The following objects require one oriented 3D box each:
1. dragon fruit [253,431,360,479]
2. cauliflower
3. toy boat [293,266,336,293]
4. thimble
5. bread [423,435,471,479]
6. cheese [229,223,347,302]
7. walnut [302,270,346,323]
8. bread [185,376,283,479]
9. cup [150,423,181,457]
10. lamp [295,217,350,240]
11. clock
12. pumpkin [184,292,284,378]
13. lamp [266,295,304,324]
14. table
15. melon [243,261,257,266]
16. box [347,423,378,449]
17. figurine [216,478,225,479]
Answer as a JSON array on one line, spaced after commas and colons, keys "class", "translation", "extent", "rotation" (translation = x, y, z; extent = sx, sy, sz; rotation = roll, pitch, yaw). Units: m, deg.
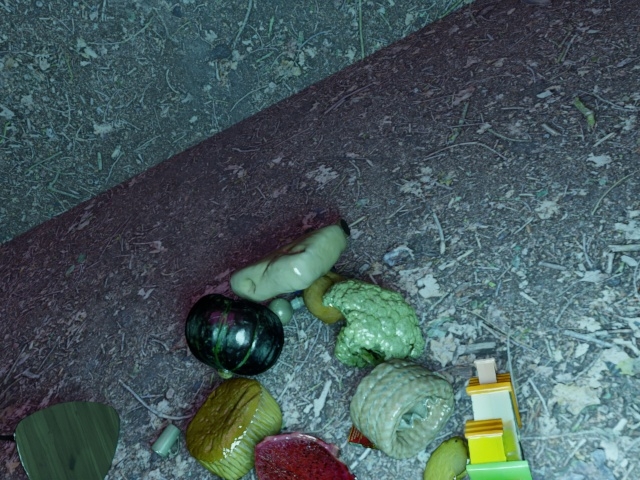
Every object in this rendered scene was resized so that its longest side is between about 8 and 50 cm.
[{"class": "dragon fruit", "translation": [-0.022, 0.565, 1.214], "extent": [0.274, 0.126, 0.161], "rotation": [23, 25, 25]}, {"class": "cauliflower", "translation": [0.135, 0.247, 1.407], "extent": [0.250, 0.272, 0.275], "rotation": [-59, 25, 28]}, {"class": "toy boat", "translation": [-0.049, 0.130, 1.729], "extent": [0.223, 0.100, 0.097], "rotation": [-15, 20, 23]}, {"class": "thimble", "translation": [0.190, 0.384, 1.194], "extent": [0.229, 0.196, 0.148], "rotation": [-32, 36, -26]}, {"class": "bread", "translation": [0.282, 0.500, 1.062], "extent": [0.065, 0.188, 0.149], "rotation": [17, 32, -12]}, {"class": "cheese", "translation": [-0.086, 0.069, 1.599], "extent": [0.351, 0.130, 0.328], "rotation": [-20, 10, 44]}, {"class": "walnut", "translation": [0.025, 0.175, 1.584], "extent": [0.159, 0.159, 0.206], "rotation": [-35, 29, -7]}, {"class": "bread", "translation": [-0.235, 0.507, 1.394], "extent": [0.227, 0.142, 0.253], "rotation": [4, 50, 47]}, {"class": "cup", "translation": [-0.448, 0.593, 1.506], "extent": [0.074, 0.054, 0.083], "rotation": [4, 46, 39]}, {"class": "lamp", "translation": [0.000, 0.000, 1.833], "extent": [0.214, 0.121, 0.121], "rotation": [-26, 36, 24]}, {"class": "clock", "translation": [0.362, 0.394, 1.055], "extent": [0.106, 0.220, 0.255], "rotation": [-13, 39, 18]}, {"class": "pumpkin", "translation": [-0.262, 0.295, 1.538], "extent": [0.315, 0.315, 0.239], "rotation": [2, 64, 36]}, {"class": "lamp", "translation": [-0.097, 0.218, 1.692], "extent": [0.163, 0.091, 0.091], "rotation": [-23, 34, -17]}, {"class": "table", "translation": [-0.811, 0.649, 1.576], "extent": [0.249, 0.317, 0.317], "rotation": [-25, 35, 31]}, {"class": "melon", "translation": [-0.221, 0.141, 1.872], "extent": [0.118, 0.064, 0.209], "rotation": [-37, 35, -7]}, {"class": "box", "translation": [0.113, 0.489, 1.275], "extent": [0.082, 0.023, 0.051], "rotation": [-3, 46, 32]}, {"class": "figurine", "translation": [-0.276, 0.669, 1.309], "extent": [0.060, 0.047, 0.106], "rotation": [7, 44, 18]}]
